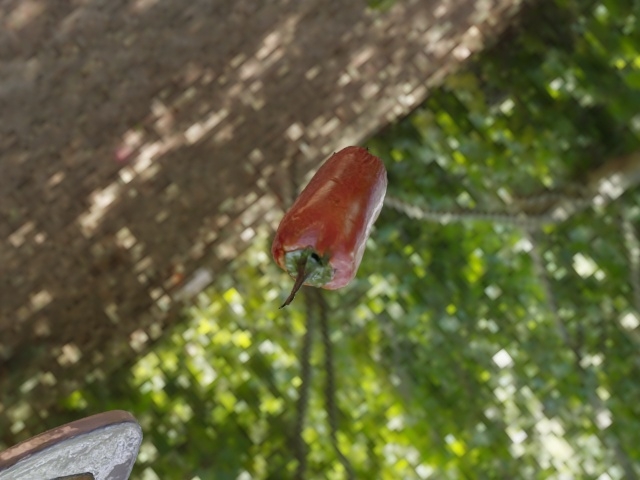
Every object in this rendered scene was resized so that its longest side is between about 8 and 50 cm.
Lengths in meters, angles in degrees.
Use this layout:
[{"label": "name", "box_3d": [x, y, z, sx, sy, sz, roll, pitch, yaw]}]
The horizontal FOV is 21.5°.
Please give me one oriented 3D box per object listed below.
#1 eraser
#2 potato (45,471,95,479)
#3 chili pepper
[{"label": "eraser", "box_3d": [-0.312, 0.283, 1.978, 0.243, 0.059, 0.204, -41, 131, -2]}, {"label": "potato", "box_3d": [-0.272, 0.283, 1.535, 0.100, 0.089, 0.172, 7, 148, -37]}, {"label": "chili pepper", "box_3d": [0.000, 0.000, 1.501, 0.192, 0.084, 0.086, -59, 147, -43]}]
